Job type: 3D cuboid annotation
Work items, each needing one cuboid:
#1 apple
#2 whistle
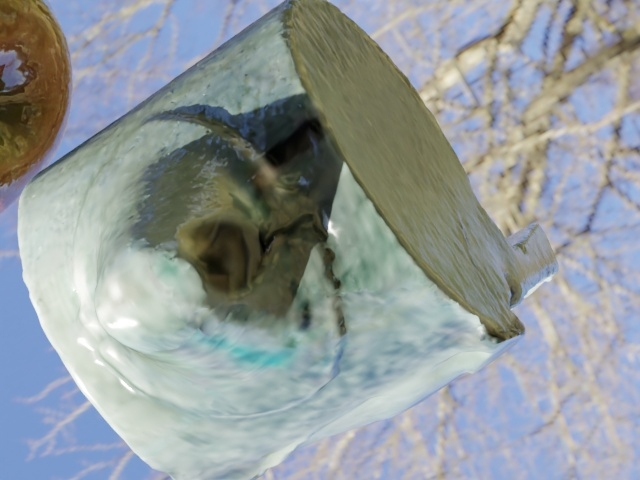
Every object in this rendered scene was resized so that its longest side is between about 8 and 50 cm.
[{"bbox_3d":[-0.386,-0.142,1.404,0.319,0.277,0.319,-7,-81,-52],"label":"apple"},{"bbox_3d":[0.016,0.027,0.798,0.405,0.168,0.188,32,-149,-51],"label":"whistle"}]
